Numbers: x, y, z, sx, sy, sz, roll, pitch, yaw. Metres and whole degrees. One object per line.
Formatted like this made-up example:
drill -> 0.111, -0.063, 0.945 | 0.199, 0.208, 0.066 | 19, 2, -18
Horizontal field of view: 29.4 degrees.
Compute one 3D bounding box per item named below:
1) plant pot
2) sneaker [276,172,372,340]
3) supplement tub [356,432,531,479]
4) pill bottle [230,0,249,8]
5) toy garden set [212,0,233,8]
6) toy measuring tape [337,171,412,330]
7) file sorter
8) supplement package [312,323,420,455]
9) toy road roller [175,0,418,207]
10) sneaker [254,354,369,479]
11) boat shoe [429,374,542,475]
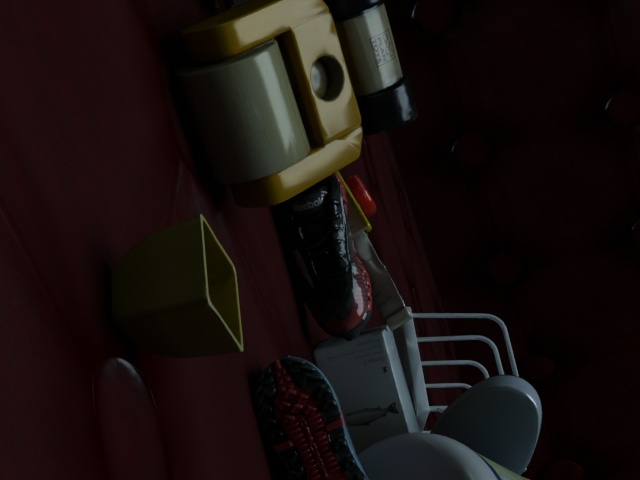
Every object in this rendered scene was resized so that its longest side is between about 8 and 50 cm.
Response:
plant pot -> -0.113, 0.042, 0.928 | 0.081, 0.083, 0.081 | 65, 14, -53
sneaker -> -0.001, 0.000, 1.665 | 0.135, 0.097, 0.276 | 57, 18, -64
supplement tub -> 0.170, 0.371, 1.422 | 0.325, 0.235, 0.235 | 34, 39, -49
pill bottle -> -0.048, -0.293, 1.769 | 0.193, 0.108, 0.108 | 38, 36, -54
toy garden set -> -0.076, -0.305, 1.623 | 0.203, 0.049, 0.244 | -20, 102, -42
toy measuring tape -> 0.052, 0.004, 1.786 | 0.330, 0.121, 0.121 | 60, 1, 28
file sorter -> 0.195, 0.263, 1.911 | 0.278, 0.173, 0.193 | 99, -13, -48
supplement package -> 0.067, 0.219, 1.698 | 0.105, 0.105, 0.179 | -24, 98, -81
toy road roller -> -0.062, -0.186, 1.430 | 0.329, 0.240, 0.203 | -34, 114, -41
sneaker -> 0.011, 0.246, 1.311 | 0.125, 0.104, 0.262 | -1, 77, -83
boat shoe -> 0.203, 0.304, 1.673 | 0.156, 0.135, 0.367 | -57, 169, -59
